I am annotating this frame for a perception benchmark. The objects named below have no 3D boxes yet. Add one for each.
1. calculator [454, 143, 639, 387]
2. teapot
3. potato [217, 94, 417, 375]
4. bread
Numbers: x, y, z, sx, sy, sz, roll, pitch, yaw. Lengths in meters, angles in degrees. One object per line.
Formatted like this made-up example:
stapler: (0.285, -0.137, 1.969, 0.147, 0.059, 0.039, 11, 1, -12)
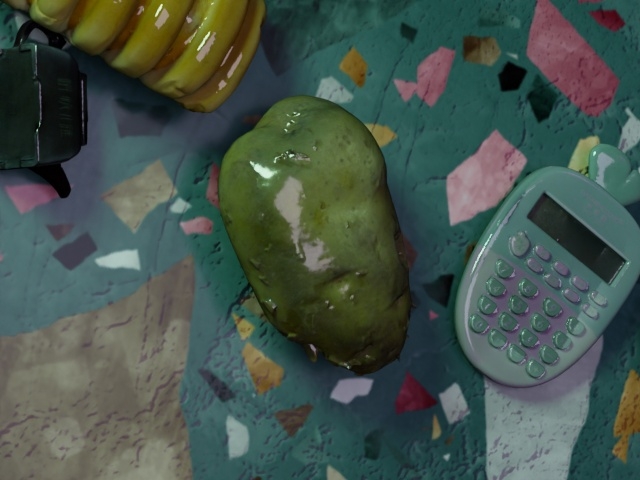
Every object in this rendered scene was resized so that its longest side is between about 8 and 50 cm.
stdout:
calculator: (0.263, 0.027, 1.815, 0.185, 0.041, 0.299, 37, 79, -15)
teapot: (-0.270, -0.130, 1.610, 0.096, 0.087, 0.177, -1, 89, -47)
potato: (0.000, 0.000, 1.671, 0.191, 0.141, 0.296, -28, 97, -35)
bread: (-0.196, -0.258, 1.594, 0.311, 0.121, 0.173, 28, 57, -23)
